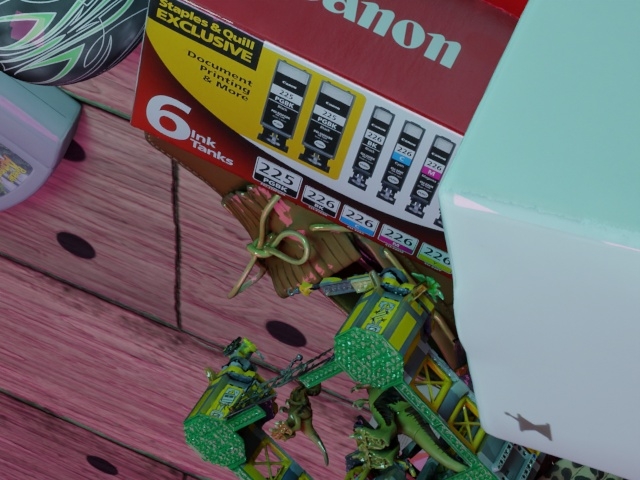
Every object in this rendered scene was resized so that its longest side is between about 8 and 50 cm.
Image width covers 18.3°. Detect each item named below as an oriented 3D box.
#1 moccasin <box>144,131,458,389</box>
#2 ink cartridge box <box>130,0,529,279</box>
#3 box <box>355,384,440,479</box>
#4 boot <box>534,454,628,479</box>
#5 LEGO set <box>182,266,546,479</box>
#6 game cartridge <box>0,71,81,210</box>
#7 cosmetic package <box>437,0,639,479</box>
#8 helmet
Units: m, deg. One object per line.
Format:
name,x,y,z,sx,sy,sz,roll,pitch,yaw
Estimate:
moccasin,-0.002,0.001,1.760,0.380,0.147,0.139,41,149,-23
ink cartridge box,0.026,-0.136,1.529,0.309,0.130,0.272,26,151,4
box,0.144,0.221,2.063,0.130,0.091,0.170,43,148,-27
boot,0.328,0.241,1.717,0.284,0.377,0.138,47,152,1
LEGO set,0.061,0.124,1.694,0.255,0.192,0.331,40,138,-6
game cartridge,-0.359,-0.115,1.982,0.196,0.060,0.294,33,152,-18
cosmetic package,0.225,-0.116,1.043,0.161,0.453,0.230,16,151,21
helmet,-0.208,-0.206,1.598,0.161,0.169,0.169,20,156,51
